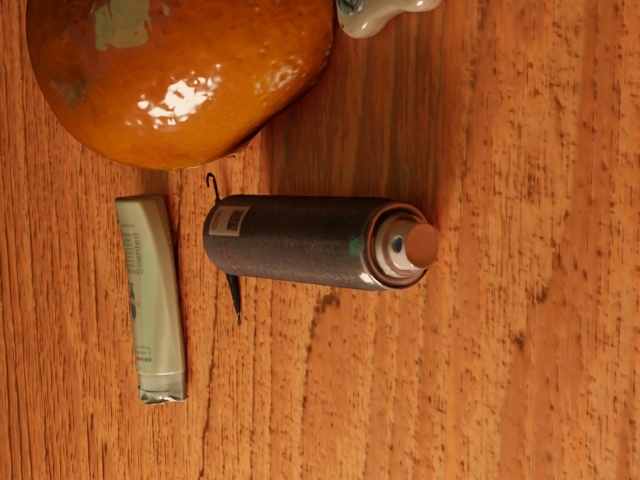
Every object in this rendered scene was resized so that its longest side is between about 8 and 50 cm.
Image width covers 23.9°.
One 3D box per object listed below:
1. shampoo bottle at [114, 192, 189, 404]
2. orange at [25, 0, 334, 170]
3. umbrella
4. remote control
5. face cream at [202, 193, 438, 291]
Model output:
[{"bbox_3d":[-0.170,0.059,1.530,0.072,0.049,0.212,1,99,54],"label":"shampoo bottle"},{"bbox_3d":[-0.131,-0.187,1.306,0.310,0.274,0.274,-162,64,-83],"label":"orange"},{"bbox_3d":[-0.087,0.008,1.418,0.022,0.022,0.149,-6,104,22],"label":"umbrella"},{"bbox_3d":[0.048,-0.197,1.129,0.122,0.032,0.074,-16,85,59],"label":"remote control"},{"bbox_3d":[0.000,0.000,1.220,0.283,0.073,0.073,4,102,58],"label":"face cream"}]
